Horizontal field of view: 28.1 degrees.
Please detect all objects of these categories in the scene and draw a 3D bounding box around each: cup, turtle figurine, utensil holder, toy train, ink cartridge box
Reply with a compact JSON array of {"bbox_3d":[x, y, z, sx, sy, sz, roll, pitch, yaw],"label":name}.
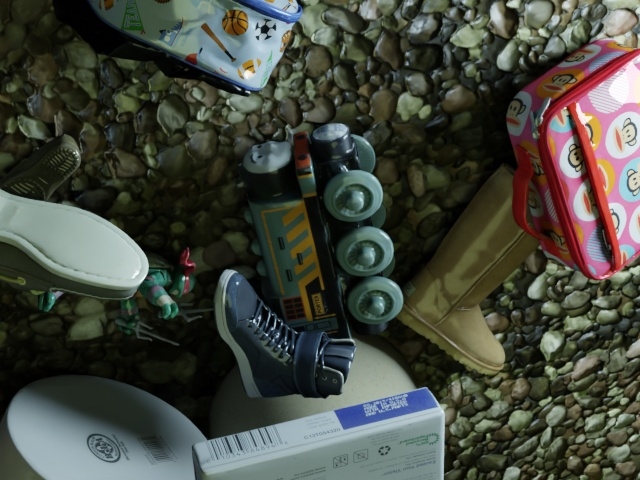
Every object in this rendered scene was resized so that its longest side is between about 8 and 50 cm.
[{"bbox_3d":[0.018,0.327,1.872,0.331,0.237,0.331,-8,124,-12],"label":"cup"},{"bbox_3d":[-0.254,0.069,1.706,0.234,0.118,0.175,4,161,-17],"label":"turtle figurine"},{"bbox_3d":[-0.352,0.427,1.778,0.328,0.327,0.385,14,115,-24],"label":"utensil holder"},{"bbox_3d":[0.000,0.000,1.726,0.190,0.142,0.334,-12,124,2],"label":"toy train"},{"bbox_3d":[0.005,0.373,1.703,0.324,0.071,0.330,-12,124,-15],"label":"ink cartridge box"}]

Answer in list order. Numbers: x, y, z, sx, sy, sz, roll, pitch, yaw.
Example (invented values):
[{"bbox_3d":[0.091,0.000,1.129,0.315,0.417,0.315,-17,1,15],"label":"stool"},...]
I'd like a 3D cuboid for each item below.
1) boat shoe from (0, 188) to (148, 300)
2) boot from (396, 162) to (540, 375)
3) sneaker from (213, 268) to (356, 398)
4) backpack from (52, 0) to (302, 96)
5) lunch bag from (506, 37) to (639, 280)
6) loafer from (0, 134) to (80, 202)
[{"bbox_3d":[-0.361,0.010,1.589,0.305,0.109,0.091,19,132,4],"label":"boat shoe"},{"bbox_3d":[0.260,0.051,1.859,0.236,0.089,0.269,32,107,-32],"label":"boot"},{"bbox_3d":[-0.041,0.125,1.683,0.163,0.086,0.226,1,136,22],"label":"sneaker"},{"bbox_3d":[-0.138,-0.279,1.423,0.277,0.263,0.213,16,116,-23],"label":"backpack"},{"bbox_3d":[0.366,-0.101,1.731,0.258,0.120,0.293,-33,121,-16],"label":"lunch bag"},{"bbox_3d":[-0.355,-0.083,1.616,0.148,0.050,0.056,-30,119,24],"label":"loafer"}]
